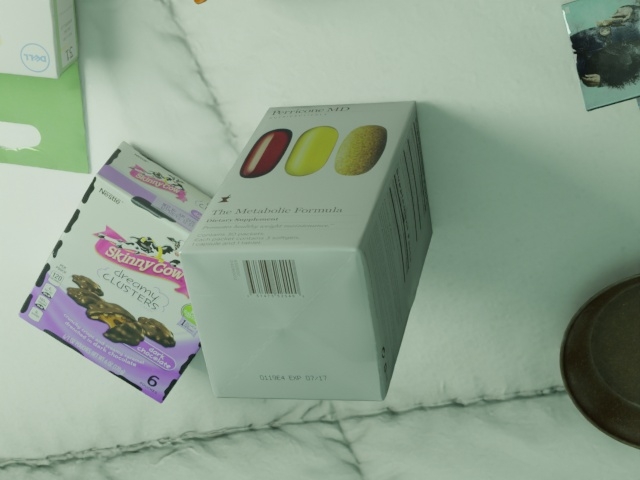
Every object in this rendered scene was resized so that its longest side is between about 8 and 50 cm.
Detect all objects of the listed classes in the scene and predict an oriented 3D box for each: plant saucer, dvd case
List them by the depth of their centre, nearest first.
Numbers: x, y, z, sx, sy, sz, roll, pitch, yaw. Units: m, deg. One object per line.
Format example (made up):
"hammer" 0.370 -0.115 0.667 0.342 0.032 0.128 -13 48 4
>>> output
"dvd case" 0.249 -0.154 0.906 0.119 0.013 0.087 -13 85 22
"plant saucer" 0.311 0.101 1.054 0.199 0.036 0.198 7 121 11

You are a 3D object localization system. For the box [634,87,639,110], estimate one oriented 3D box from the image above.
"box" 0.342 -0.100 0.919 0.178 0.042 0.109 -13 115 23

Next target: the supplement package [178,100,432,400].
"supplement package" 0.000 0.000 0.954 0.139 0.244 0.133 -1 121 15

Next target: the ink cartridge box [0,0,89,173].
"ink cartridge box" -0.297 -0.161 1.055 0.171 0.056 0.235 8 120 10

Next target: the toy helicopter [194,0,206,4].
"toy helicopter" -0.047 -0.298 0.847 0.355 0.140 0.235 -6 139 29

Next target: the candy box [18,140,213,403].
"candy box" -0.166 0.033 1.124 0.165 0.070 0.196 32 124 -5
